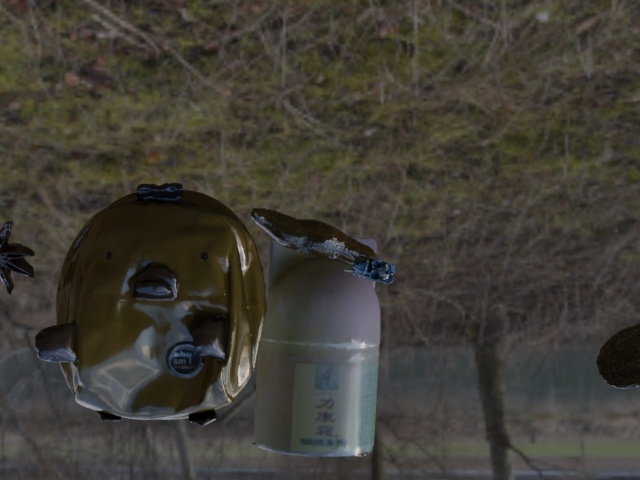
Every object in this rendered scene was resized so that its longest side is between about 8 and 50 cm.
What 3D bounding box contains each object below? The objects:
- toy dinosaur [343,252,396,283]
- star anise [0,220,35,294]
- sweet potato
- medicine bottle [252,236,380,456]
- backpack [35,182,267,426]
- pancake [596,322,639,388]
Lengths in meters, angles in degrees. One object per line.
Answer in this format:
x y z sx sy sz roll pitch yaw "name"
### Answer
0.071 0.040 1.283 0.083 0.031 0.047 19 176 -39 "toy dinosaur"
-0.518 0.023 1.488 0.141 0.141 0.042 -2 -155 9 "star anise"
0.000 0.000 1.592 0.273 0.067 0.067 22 160 -21 "sweet potato"
-0.003 0.191 1.766 0.235 0.406 0.236 3 178 0 "medicine bottle"
-0.260 0.100 1.463 0.353 0.378 0.201 -2 -178 -8 "backpack"
0.412 0.147 1.199 0.114 0.115 0.011 -11 128 42 "pancake"
